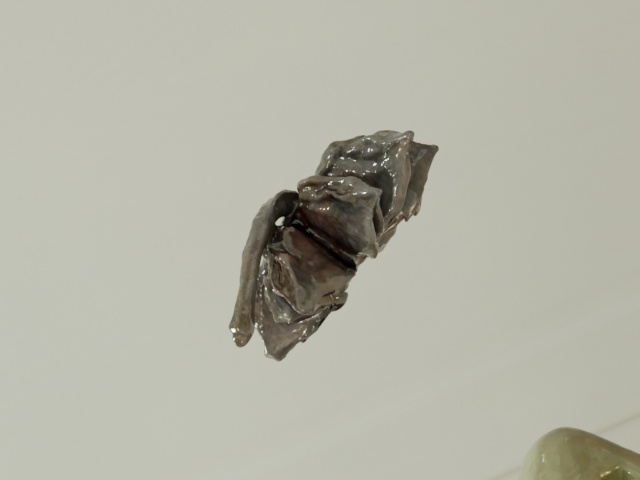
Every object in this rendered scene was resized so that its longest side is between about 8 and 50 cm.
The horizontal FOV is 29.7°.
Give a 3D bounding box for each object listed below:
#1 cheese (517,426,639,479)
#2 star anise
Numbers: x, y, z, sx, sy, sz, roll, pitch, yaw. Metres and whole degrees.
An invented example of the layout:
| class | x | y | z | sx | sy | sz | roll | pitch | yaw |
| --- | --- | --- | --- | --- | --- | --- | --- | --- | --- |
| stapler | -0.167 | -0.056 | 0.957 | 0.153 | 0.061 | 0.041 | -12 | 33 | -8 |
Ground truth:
| class | x | y | z | sx | sy | sz | roll | pitch | yaw |
| --- | --- | --- | --- | --- | --- | --- | --- | --- | --- |
| cheese | 0.359 | 0.392 | 1.274 | 0.130 | 0.328 | 0.351 | 100 | -175 | -53 |
| star anise | 0.000 | 0.000 | 0.873 | 0.089 | 0.209 | 0.231 | 36 | -168 | 13 |
